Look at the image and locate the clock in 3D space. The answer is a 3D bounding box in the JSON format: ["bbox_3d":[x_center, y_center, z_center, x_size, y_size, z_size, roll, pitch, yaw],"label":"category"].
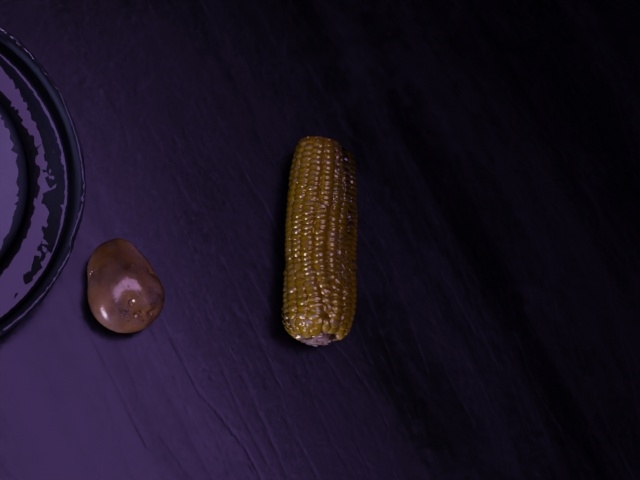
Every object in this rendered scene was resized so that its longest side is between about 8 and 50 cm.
[{"bbox_3d":[-0.369,-0.051,1.114,0.325,0.067,0.325,3,82,-21],"label":"clock"}]

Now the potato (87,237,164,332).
[{"bbox_3d":[-0.180,0.041,1.179,0.068,0.062,0.083,-9,59,-34],"label":"potato"}]

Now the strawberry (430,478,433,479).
[{"bbox_3d":[0.140,0.334,1.189,0.286,0.106,0.188,36,72,-8],"label":"strawberry"}]

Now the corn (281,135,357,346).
[{"bbox_3d":[0.000,0.000,1.236,0.072,0.072,0.203,5,76,-17],"label":"corn"}]
